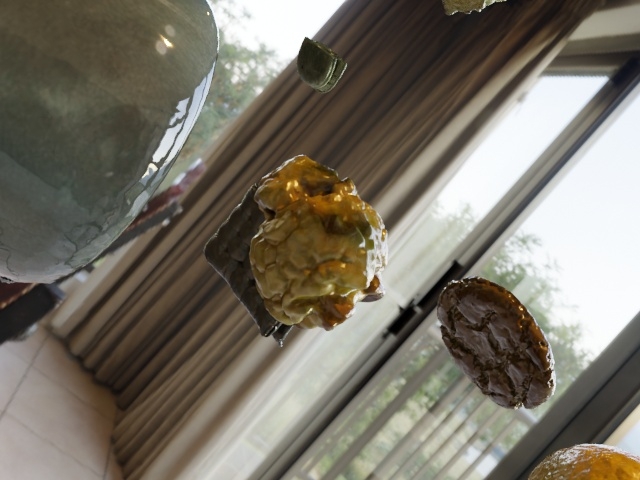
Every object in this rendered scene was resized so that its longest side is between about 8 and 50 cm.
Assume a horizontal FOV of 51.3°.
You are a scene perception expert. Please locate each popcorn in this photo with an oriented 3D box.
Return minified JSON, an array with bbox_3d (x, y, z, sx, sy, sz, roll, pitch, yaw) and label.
[{"bbox_3d":[0.000,0.000,1.187,0.265,0.225,0.332,1,60,-37],"label":"popcorn"}]

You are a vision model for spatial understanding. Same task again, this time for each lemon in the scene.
[{"bbox_3d":[0.266,0.264,0.625,0.142,0.142,0.187,42,-32,-1],"label":"lemon"}]

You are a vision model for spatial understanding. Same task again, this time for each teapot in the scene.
[{"bbox_3d":[-0.246,-0.093,0.366,0.285,0.305,0.223,34,-9,-33],"label":"teapot"}]

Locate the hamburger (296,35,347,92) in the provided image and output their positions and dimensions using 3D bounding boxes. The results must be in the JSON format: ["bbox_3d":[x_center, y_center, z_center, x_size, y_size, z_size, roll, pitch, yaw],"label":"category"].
[{"bbox_3d":[-0.003,-0.345,1.336,0.054,0.084,0.121,3,33,-47],"label":"hamburger"}]

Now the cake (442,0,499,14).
[{"bbox_3d":[0.385,-0.628,1.369,0.223,0.286,0.227,8,-50,43],"label":"cake"}]

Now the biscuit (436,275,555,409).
[{"bbox_3d":[0.256,0.157,1.005,0.226,0.042,0.225,41,-36,38],"label":"biscuit"}]

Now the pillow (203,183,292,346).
[{"bbox_3d":[-0.120,0.047,1.530,0.101,0.228,0.326,23,21,-53],"label":"pillow"}]
